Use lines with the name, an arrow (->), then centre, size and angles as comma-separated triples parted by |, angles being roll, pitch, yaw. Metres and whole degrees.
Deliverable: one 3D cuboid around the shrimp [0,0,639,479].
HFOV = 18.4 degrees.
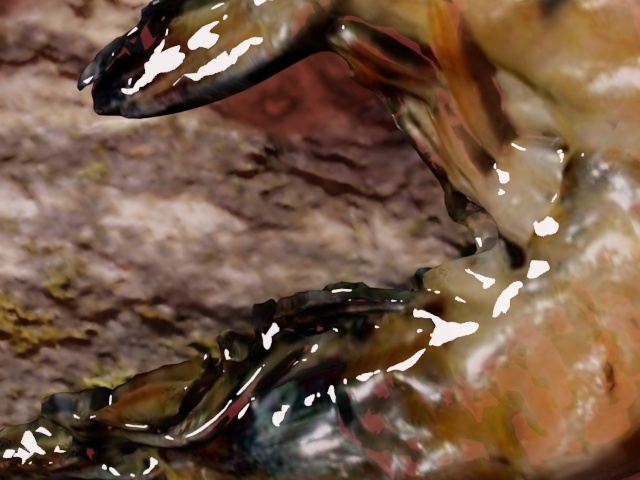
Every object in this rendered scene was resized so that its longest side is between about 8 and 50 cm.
shrimp -> 0.000, 0.000, 0.683 | 0.365, 0.071, 0.233 | -19, 105, 30
